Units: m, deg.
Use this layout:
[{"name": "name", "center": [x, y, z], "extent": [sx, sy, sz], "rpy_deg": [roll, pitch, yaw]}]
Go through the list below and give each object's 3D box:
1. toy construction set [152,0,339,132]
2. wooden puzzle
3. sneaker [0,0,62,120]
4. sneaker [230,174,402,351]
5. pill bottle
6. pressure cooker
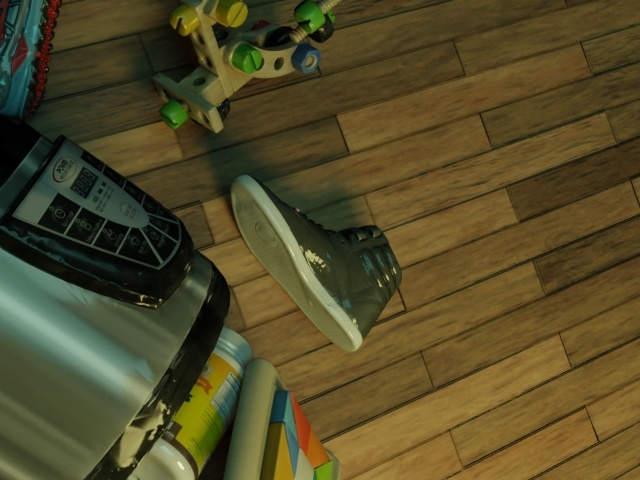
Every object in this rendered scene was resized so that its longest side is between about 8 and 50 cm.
[{"name": "toy construction set", "center": [-0.164, -0.292, 1.391], "extent": [0.237, 0.257, 0.309], "rpy_deg": [-43, 81, -12]}, {"name": "wooden puzzle", "center": [-0.035, 0.298, 1.324], "extent": [0.238, 0.044, 0.221], "rpy_deg": [58, 27, -35]}, {"name": "sneaker", "center": [-0.398, -0.290, 1.316], "extent": [0.125, 0.104, 0.261], "rpy_deg": [10, 86, -7]}, {"name": "sneaker", "center": [0.000, 0.000, 1.467], "extent": [0.147, 0.105, 0.295], "rpy_deg": [-45, 107, -26]}, {"name": "pill bottle", "center": [-0.167, 0.208, 1.320], "extent": [0.117, 0.117, 0.215], "rpy_deg": [44, 46, -12]}, {"name": "pressure cooker", "center": [-0.358, 0.069, 1.133], "extent": [0.420, 0.370, 0.375], "rpy_deg": [38, 68, -15]}]
